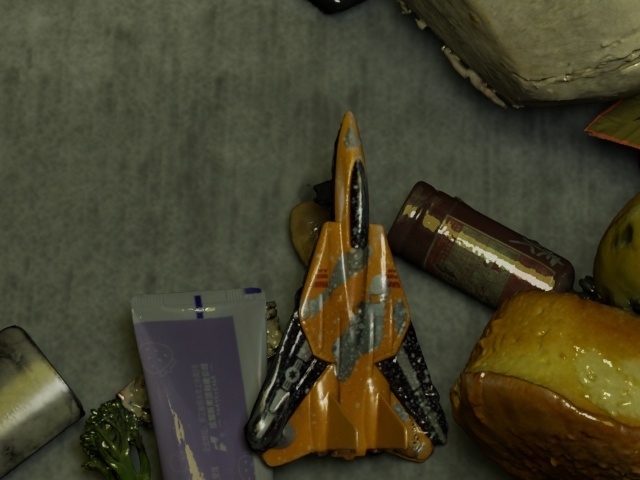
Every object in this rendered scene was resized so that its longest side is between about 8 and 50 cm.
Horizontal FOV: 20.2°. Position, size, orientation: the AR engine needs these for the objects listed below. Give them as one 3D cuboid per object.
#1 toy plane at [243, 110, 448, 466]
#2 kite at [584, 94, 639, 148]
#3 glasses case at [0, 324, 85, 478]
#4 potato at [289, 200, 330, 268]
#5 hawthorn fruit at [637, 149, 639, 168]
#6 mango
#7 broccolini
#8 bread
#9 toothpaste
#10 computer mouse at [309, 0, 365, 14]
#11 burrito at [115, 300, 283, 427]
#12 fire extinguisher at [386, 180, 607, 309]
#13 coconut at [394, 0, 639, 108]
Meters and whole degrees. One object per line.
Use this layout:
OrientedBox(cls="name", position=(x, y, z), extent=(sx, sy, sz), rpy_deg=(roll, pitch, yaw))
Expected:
OrientedBox(cls="toy plane", position=(0.020, 0.044, 1.633), extent=(0.204, 0.103, 0.316), rpy_deg=(2, 77, -27))
OrientedBox(cls="kite", position=(0.434, -0.125, 1.665), extent=(0.377, 0.013, 0.327), rpy_deg=(-9, 29, 3))
OrientedBox(cls="glasses case", position=(-0.361, 0.206, 1.615), extent=(0.299, 0.060, 0.114), rpy_deg=(-38, 75, -13))
OrientedBox(cls="potato", position=(0.000, 0.000, 1.706), extent=(0.051, 0.040, 0.083), rpy_deg=(-22, 75, -19))
OrientedBox(cls="hawthorn fruit", position=(0.347, -0.072, 1.720), extent=(0.093, 0.093, 0.093), rpy_deg=(0, 70, -1))
OrientedBox(cls="mango", position=(0.329, 0.009, 1.604), extent=(0.130, 0.262, 0.167), rpy_deg=(42, 97, 12))
OrientedBox(cls="broccolini", position=(-0.171, 0.230, 1.562), extent=(0.058, 0.067, 0.216), rpy_deg=(-1, 40, -16))
OrientedBox(cls="bread", position=(0.237, 0.151, 1.552), extent=(0.268, 0.268, 0.146), rpy_deg=(22, 69, 7))
OrientedBox(cls="toothpaste", position=(-0.088, 0.220, 1.593), extent=(0.125, 0.080, 0.371), rpy_deg=(-4, 75, -12))
OrientedBox(cls="computer mouse", position=(-0.021, -0.320, 1.807), extent=(0.217, 0.073, 0.122), rpy_deg=(34, 73, 10))
OrientedBox(cls="burrito", position=(-0.106, 0.117, 1.663), extent=(0.171, 0.042, 0.051), rpy_deg=(-29, 78, -14))
OrientedBox(cls="fire extinguisher", position=(0.178, 0.041, 1.666), extent=(0.252, 0.075, 0.106), rpy_deg=(30, 32, 9))
OrientedBox(cls="coconut", position=(0.244, -0.313, 1.673), extent=(0.360, 0.346, 0.346), rpy_deg=(-42, 76, -8))
